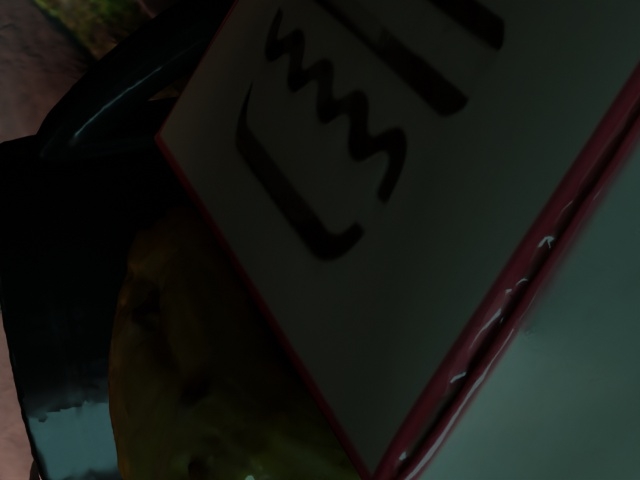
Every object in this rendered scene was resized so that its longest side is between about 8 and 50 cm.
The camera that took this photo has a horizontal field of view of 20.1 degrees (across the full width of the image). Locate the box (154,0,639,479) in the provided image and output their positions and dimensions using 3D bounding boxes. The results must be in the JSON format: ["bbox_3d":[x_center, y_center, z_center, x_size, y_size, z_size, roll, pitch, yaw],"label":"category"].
[{"bbox_3d":[0.163,-0.049,0.616,0.312,0.314,0.300,27,102,-25],"label":"box"}]

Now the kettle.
[{"bbox_3d":[0.000,0.000,0.847,0.290,0.207,0.268,-12,112,1],"label":"kettle"}]

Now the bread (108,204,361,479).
[{"bbox_3d":[0.015,0.090,0.655,0.210,0.235,0.099,28,100,-24],"label":"bread"}]

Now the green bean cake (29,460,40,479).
[{"bbox_3d":[-0.047,0.165,1.078,0.232,0.097,0.198,-27,131,26],"label":"green bean cake"}]
